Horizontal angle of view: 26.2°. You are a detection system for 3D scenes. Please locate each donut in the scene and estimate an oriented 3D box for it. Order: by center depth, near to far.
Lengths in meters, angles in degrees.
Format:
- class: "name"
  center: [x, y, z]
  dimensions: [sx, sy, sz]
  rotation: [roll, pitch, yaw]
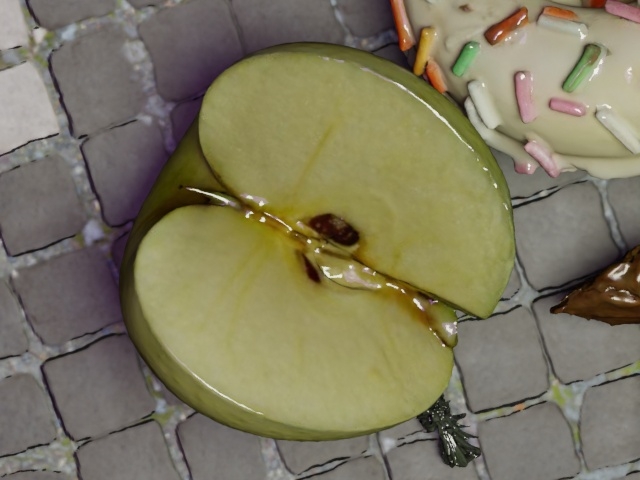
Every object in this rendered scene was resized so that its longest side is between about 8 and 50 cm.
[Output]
- class: "donut"
  center: [0.215, -0.234, 1.034]
  dimensions: [0.383, 0.142, 0.382]
  rotation: [-4, 79, 21]

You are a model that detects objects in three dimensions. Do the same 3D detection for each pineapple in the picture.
- class: "pineapple"
  center: [0.091, 0.143, 1.155]
  dimensions: [0.058, 0.058, 0.124]
  rotation: [-28, 98, 1]

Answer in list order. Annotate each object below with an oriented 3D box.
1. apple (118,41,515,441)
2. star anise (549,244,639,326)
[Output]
- class: "apple"
  center: [-0.007, 0.004, 1.056]
  dimensions: [0.258, 0.233, 0.295]
  rotation: [25, 89, -13]
- class: "star anise"
  center: [0.317, -0.004, 1.107]
  dimensions: [0.237, 0.148, 0.346]
  rotation: [7, 96, -8]
